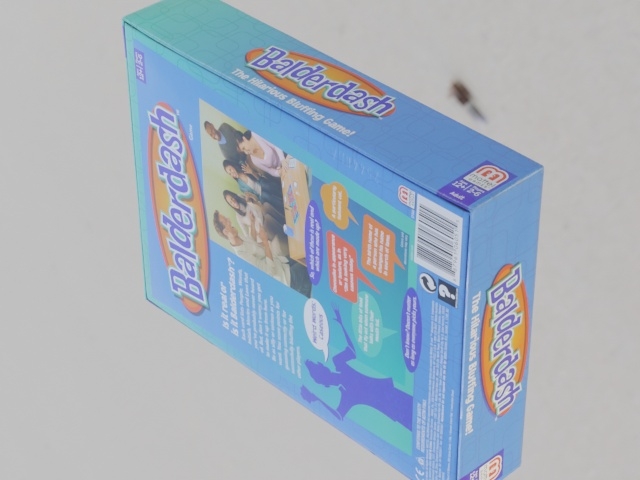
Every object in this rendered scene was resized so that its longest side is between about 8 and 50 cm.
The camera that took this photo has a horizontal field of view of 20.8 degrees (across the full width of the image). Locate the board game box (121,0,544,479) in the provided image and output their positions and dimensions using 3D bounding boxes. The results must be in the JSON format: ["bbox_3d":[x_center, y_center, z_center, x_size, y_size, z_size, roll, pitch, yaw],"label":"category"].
[{"bbox_3d":[0.000,0.000,0.762,0.210,0.047,0.160,31,137,35],"label":"board game box"}]
